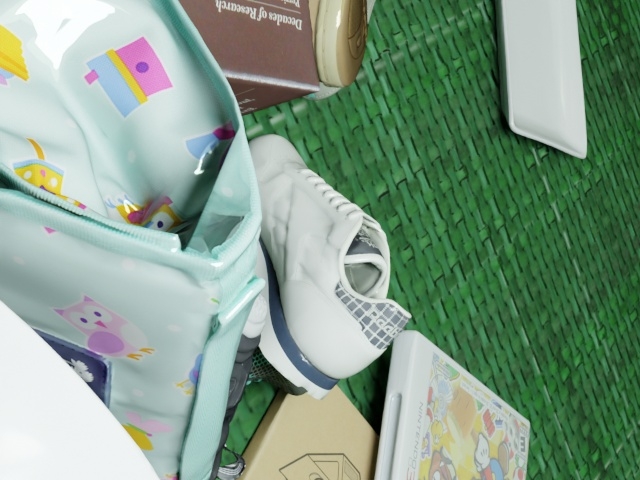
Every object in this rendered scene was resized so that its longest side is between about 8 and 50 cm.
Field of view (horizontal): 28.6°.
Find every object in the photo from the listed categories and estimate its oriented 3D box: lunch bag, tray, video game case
[{"bbox_3d":[-0.125,-0.018,0.563,0.160,0.223,0.262,-26,62,-29],"label":"lunch bag"},{"bbox_3d":[0.219,-0.224,1.303,0.145,0.030,0.270,14,70,-48],"label":"tray"},{"bbox_3d":[0.111,0.211,1.037,0.227,0.026,0.206,40,52,-47],"label":"video game case"}]

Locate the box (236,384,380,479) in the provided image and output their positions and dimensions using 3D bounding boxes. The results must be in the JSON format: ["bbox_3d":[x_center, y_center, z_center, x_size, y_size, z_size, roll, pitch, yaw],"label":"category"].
[{"bbox_3d":[-0.008,0.212,0.927,0.164,0.021,0.201,54,46,-25],"label":"box"}]

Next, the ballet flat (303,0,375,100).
[{"bbox_3d":[0.017,-0.200,0.999,0.068,0.072,0.213,68,36,-51],"label":"ballet flat"}]

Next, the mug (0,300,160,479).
[{"bbox_3d":[-0.287,0.151,0.464,0.374,0.276,0.328,39,54,3],"label":"mug"}]

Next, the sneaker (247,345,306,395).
[{"bbox_3d":[-0.074,0.079,0.869,0.166,0.065,0.076,35,72,-35],"label":"sneaker"}]

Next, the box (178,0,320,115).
[{"bbox_3d":[-0.124,-0.178,0.783,0.167,0.168,0.203,0,80,-50],"label":"box"}]

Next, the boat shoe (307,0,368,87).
[{"bbox_3d":[-0.025,-0.243,0.916,0.121,0.110,0.341,85,2,-52],"label":"boat shoe"}]

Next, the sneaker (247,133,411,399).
[{"bbox_3d":[0.000,0.000,0.887,0.090,0.095,0.235,31,29,-40],"label":"sneaker"}]

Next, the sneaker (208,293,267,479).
[{"bbox_3d":[-0.149,0.105,0.729,0.268,0.101,0.153,-5,100,-34],"label":"sneaker"}]
